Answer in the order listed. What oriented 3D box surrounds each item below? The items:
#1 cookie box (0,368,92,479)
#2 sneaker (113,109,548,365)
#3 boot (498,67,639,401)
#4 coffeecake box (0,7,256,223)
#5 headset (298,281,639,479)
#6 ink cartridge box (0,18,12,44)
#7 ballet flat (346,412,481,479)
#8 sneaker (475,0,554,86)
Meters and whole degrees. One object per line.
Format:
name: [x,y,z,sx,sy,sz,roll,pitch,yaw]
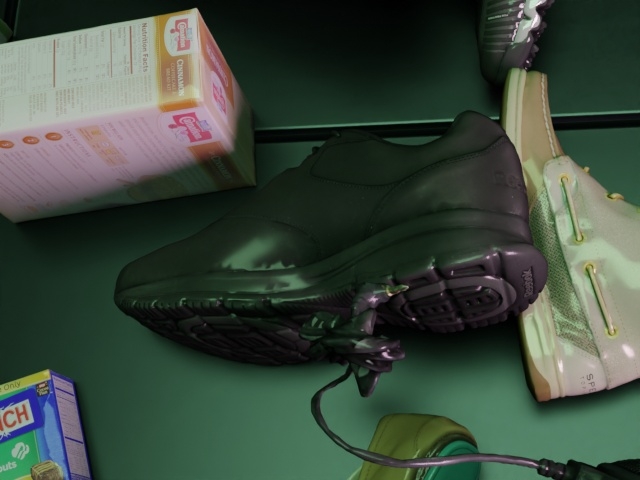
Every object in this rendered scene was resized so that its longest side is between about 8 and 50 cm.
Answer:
cookie box: [-0.202,0.150,0.711,0.091,0.040,0.107,-19,68,5]
sneaker: [0.000,0.000,0.681,0.286,0.109,0.130,-10,61,22]
boot: [0.196,-0.014,0.673,0.165,0.077,0.213,-7,75,9]
coffeecake box: [-0.149,-0.077,0.727,0.185,0.142,0.068,-8,70,8]
headset: [0.125,0.196,0.559,0.243,0.185,0.394,-38,97,-9]
ink cartridge box: [-0.358,-0.165,0.842,0.209,0.062,0.109,23,77,18]
ballet flat: [0.020,0.209,0.642,0.073,0.080,0.232,15,69,45]
sneaker: [0.111,-0.223,0.742,0.106,0.078,0.234,6,90,5]
